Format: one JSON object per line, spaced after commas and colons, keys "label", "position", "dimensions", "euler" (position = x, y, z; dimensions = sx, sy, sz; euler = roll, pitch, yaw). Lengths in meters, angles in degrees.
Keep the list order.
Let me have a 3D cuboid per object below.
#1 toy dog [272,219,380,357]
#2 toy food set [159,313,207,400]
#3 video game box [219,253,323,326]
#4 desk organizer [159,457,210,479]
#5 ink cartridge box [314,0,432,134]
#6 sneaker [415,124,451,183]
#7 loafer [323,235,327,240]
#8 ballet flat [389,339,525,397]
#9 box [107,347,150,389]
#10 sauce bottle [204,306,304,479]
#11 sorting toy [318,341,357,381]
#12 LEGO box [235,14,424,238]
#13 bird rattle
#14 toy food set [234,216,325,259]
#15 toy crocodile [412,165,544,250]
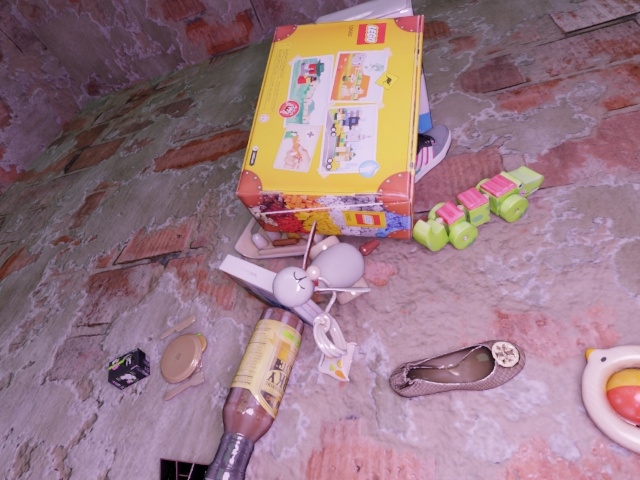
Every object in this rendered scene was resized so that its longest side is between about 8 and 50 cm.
{"label": "toy dog", "position": [0.038, 0.056, 0.827], "dimensions": [0.161, 0.220, 0.334], "euler": [-38, 11, 17]}
{"label": "toy food set", "position": [-0.336, 0.291, 0.994], "dimensions": [0.132, 0.038, 0.192], "euler": [-30, 48, 7]}
{"label": "video game box", "position": [-0.108, 0.119, 0.929], "dimensions": [0.205, 0.187, 0.048], "euler": [17, 65, 37]}
{"label": "desk organizer", "position": [-0.256, 0.457, 0.779], "dimensions": [0.130, 0.050, 0.047], "euler": [-6, 47, 21]}
{"label": "ink cartridge box", "position": [0.170, -0.498, 1.231], "dimensions": [0.285, 0.395, 0.166], "euler": [-8, 46, 19]}
{"label": "sneaker", "position": [0.260, -0.284, 1.141], "dimensions": [0.123, 0.178, 0.295], "euler": [27, 64, 41]}
{"label": "loafer", "position": [0.000, 0.000, 1.107], "dimensions": [0.045, 0.039, 0.125], "euler": [-33, 27, 45]}
{"label": "ballet flat", "position": [0.248, 0.234, 0.740], "dimensions": [0.249, 0.058, 0.084], "euler": [-16, 45, 12]}
{"label": "box", "position": [-0.483, 0.324, 1.015], "dimensions": [0.083, 0.052, 0.062], "euler": [-28, 43, -3]}
{"label": "sauce bottle", "position": [-0.129, 0.308, 0.820], "dimensions": [0.111, 0.111, 0.345], "euler": [0, 51, 26]}
{"label": "sorting toy", "position": [0.029, 0.251, 0.852], "dimensions": [0.075, 0.045, 0.083], "euler": [-18, 40, 38]}
{"label": "LEGO box", "position": [0.049, -0.277, 0.973], "dimensions": [0.372, 0.193, 0.501], "euler": [4, 68, 14]}
{"label": "bird rattle", "position": [0.509, 0.245, 0.592], "dimensions": [0.206, 0.143, 0.254], "euler": [-8, 58, 35]}
{"label": "toy food set", "position": [-0.088, -0.066, 1.136], "dimensions": [0.305, 0.092, 0.220], "euler": [-6, 45, 37]}
{"label": "toy crocodile", "position": [0.369, -0.081, 0.948], "dimensions": [0.340, 0.105, 0.115], "euler": [-29, 43, -3]}
